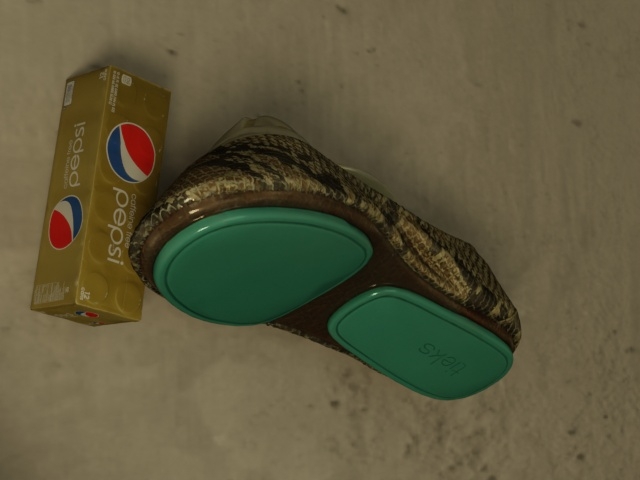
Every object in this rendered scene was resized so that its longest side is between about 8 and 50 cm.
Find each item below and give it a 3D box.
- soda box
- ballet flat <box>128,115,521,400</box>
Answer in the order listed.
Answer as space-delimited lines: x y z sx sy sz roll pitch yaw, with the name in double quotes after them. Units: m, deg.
-0.160 -0.031 1.047 0.061 0.058 0.181 20 70 -43 "soda box"
0.000 0.000 1.147 0.483 0.164 0.182 26 37 -52 "ballet flat"
